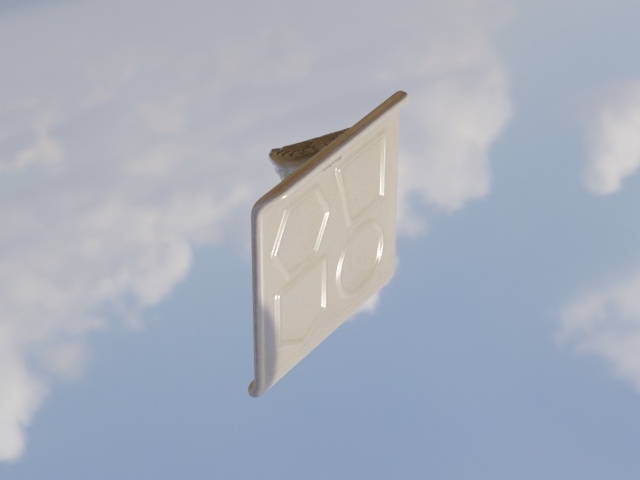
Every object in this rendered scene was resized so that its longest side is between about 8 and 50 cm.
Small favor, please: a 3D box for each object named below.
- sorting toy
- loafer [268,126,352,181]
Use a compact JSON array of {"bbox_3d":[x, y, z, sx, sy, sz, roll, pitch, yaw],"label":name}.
[{"bbox_3d":[0.000,0.000,1.558,0.038,0.208,0.193,26,-137,25],"label":"sorting toy"},{"bbox_3d":[0.013,-0.055,1.920,0.102,0.092,0.268,-16,179,6],"label":"loafer"}]
